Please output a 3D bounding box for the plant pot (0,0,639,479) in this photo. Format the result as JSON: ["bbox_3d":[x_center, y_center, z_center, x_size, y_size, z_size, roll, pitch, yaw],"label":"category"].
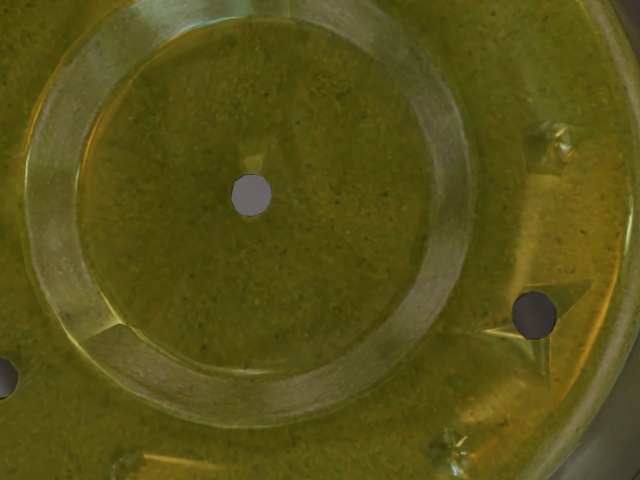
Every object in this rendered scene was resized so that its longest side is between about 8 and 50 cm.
[{"bbox_3d":[0.000,0.000,0.590,0.353,0.366,0.366,24,-100,-82],"label":"plant pot"}]
